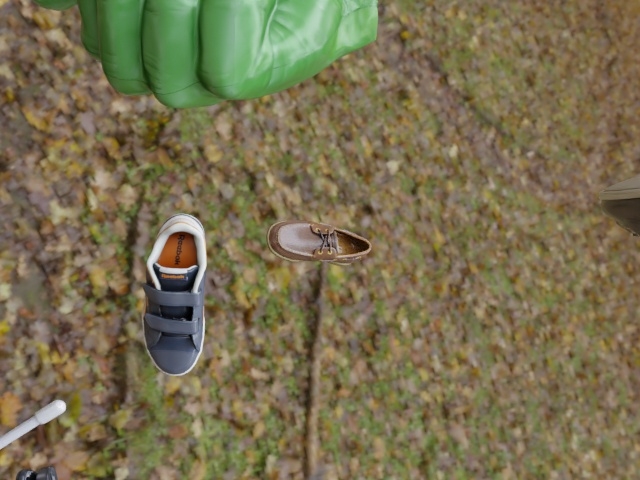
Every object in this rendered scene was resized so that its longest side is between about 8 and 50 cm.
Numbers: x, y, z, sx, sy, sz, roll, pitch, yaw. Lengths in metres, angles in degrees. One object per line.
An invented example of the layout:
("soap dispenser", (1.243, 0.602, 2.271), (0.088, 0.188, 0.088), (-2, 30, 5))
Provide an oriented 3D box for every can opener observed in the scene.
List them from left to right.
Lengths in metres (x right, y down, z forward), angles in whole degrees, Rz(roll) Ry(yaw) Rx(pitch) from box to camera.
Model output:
("can opener", (-0.439, 0.432, 1.415), (0.059, 0.073, 0.186), (22, 53, -34))

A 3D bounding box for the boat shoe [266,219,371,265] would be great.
("boat shoe", (0.000, 0.000, 1.399), (0.178, 0.060, 0.064), (9, 75, -40))

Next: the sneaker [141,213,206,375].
("sneaker", (-0.284, 0.108, 1.819), (0.127, 0.126, 0.321), (-160, -109, -85))

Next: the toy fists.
("toy fists", (-0.101, -0.171, 0.555), (0.142, 0.096, 0.279), (-31, 56, -26))

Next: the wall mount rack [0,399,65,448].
("wall mount rack", (-0.378, 0.368, 1.156), (0.304, 0.130, 0.350), (-58, 134, -28))

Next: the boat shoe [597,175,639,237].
("boat shoe", (0.370, -0.019, 0.864), (0.112, 0.335, 0.095), (-17, 95, -16))
